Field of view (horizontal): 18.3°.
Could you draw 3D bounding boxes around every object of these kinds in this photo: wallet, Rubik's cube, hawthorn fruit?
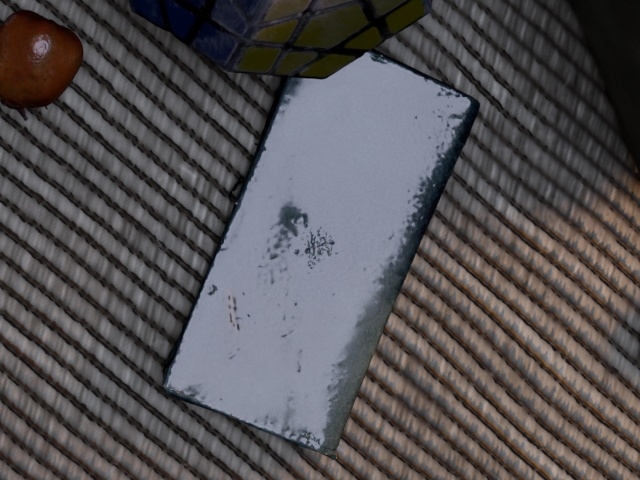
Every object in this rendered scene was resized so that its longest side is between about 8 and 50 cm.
[{"bbox_3d":[0.000,0.000,1.872,0.191,0.046,0.379,23,89,-12],"label":"wallet"},{"bbox_3d":[-0.035,-0.295,1.733,0.264,0.319,0.319,-41,102,-35],"label":"Rubik's cube"},{"bbox_3d":[-0.261,-0.157,1.791,0.081,0.081,0.093,25,90,-12],"label":"hawthorn fruit"}]

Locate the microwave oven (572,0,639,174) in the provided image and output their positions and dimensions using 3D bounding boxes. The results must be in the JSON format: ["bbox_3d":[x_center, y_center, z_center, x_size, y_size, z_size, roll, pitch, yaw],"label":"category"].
[{"bbox_3d":[0.358,-0.272,1.765,0.236,0.374,0.432,-23,94,-3],"label":"microwave oven"}]
